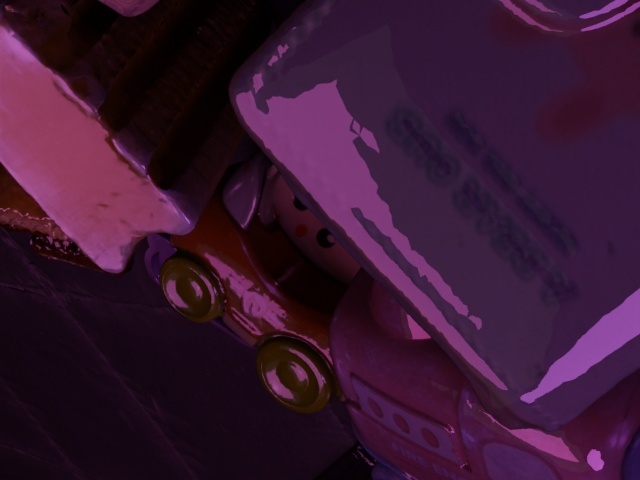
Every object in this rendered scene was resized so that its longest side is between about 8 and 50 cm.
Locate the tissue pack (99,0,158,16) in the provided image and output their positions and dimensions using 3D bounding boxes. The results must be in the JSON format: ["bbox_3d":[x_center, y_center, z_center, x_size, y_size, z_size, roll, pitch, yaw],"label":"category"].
[{"bbox_3d":[-0.053,-0.237,0.682,0.090,0.186,0.222,39,153,-16],"label":"tissue pack"}]

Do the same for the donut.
[{"bbox_3d":[-0.224,-0.052,1.225,0.112,0.151,0.295,24,170,1],"label":"donut"}]

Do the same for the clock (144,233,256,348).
[{"bbox_3d":[-0.106,0.034,1.270,0.153,0.050,0.110,32,151,18],"label":"clock"}]

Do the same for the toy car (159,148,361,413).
[{"bbox_3d":[0.000,0.000,1.029,0.235,0.145,0.235,17,126,25],"label":"toy car"}]

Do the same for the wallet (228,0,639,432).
[{"bbox_3d":[0.143,-0.101,0.544,0.360,0.083,0.252,-41,94,21],"label":"wallet"}]

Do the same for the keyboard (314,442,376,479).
[{"bbox_3d":[0.039,0.300,1.492,0.087,0.017,0.250,41,152,5],"label":"keyboard"}]

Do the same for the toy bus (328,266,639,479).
[{"bbox_3d":[0.140,0.089,0.840,0.294,0.197,0.232,22,155,37],"label":"toy bus"}]

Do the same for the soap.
[{"bbox_3d":[-0.119,-0.122,0.834,0.089,0.274,0.173,-28,112,27],"label":"soap"}]
